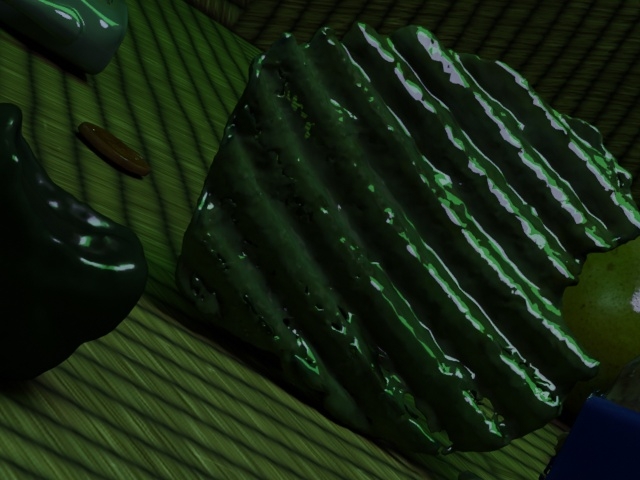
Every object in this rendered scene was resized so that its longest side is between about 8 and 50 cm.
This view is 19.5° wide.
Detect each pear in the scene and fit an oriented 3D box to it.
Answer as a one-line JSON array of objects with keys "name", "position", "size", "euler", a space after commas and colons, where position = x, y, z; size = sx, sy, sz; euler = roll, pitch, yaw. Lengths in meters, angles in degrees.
[{"name": "pear", "position": [0.360, 0.096, 2.251], "size": [0.294, 0.294, 0.294], "euler": [33, 10, -7]}]

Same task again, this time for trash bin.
[{"name": "trash bin", "position": [0.330, 0.255, 1.734], "size": [0.162, 0.184, 0.234], "euler": [29, -2, -43]}]

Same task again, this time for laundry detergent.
[{"name": "laundry detergent", "position": [-0.378, -0.322, 2.294], "size": [0.280, 0.105, 0.215], "euler": [32, 12, -21]}]

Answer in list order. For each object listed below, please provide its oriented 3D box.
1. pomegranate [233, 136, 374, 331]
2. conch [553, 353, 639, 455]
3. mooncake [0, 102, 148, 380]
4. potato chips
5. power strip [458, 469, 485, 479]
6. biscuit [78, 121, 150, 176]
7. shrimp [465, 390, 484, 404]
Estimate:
[{"name": "pomegranate", "position": [-0.004, -0.001, 1.775], "size": [0.285, 0.231, 0.231], "euler": [-4, 27, -23]}, {"name": "conch", "position": [0.412, 0.182, 2.015], "size": [0.324, 0.186, 0.263], "euler": [8, -1, -13]}, {"name": "mooncake", "position": [-0.194, 0.002, 1.190], "size": [0.175, 0.168, 0.104], "euler": [12, 21, -25]}, {"name": "potato chips", "position": [0.083, -0.021, 1.631], "size": [0.389, 0.373, 0.097], "euler": [30, -22, -10]}, {"name": "power strip", "position": [0.143, 0.226, 1.622], "size": [0.055, 0.035, 0.083], "euler": [32, -3, -13]}, {"name": "biscuit", "position": [-0.220, -0.096, 1.996], "size": [0.091, 0.015, 0.078], "euler": [41, 11, 34]}, {"name": "shrimp", "position": [0.113, 0.130, 1.968], "size": [0.180, 0.041, 0.099], "euler": [43, -2, 45]}]
